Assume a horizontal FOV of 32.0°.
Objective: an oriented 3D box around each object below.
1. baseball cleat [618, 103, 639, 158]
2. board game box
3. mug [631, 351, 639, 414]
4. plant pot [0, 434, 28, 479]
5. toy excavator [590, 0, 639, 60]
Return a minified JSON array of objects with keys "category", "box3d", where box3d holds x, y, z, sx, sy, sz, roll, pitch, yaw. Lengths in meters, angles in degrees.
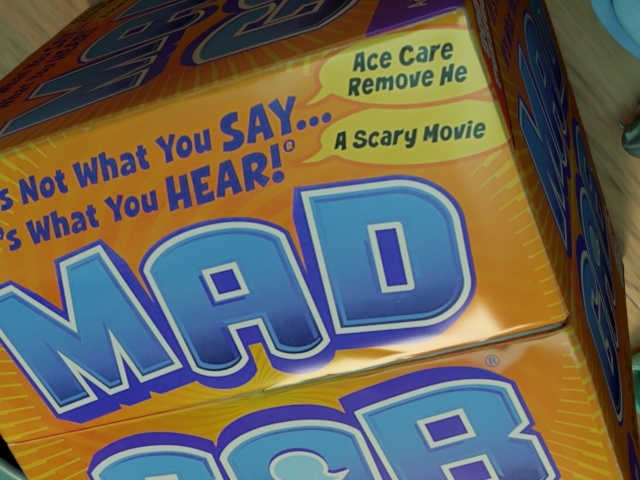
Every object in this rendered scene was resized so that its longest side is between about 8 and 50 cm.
[{"category":"baseball cleat","box3d":[0.329,-0.099,0.818,0.206,0.072,0.109,-32,115,30]},{"category":"board game box","box3d":[0.000,0.000,0.777,0.357,0.356,0.356,-14,115,19]},{"category":"mug","box3d":[0.342,0.152,0.936,0.130,0.157,0.097,-13,121,-8]},{"category":"plant pot","box3d":[-0.284,0.106,0.968,0.255,0.271,0.271,-23,113,38]},{"category":"toy excavator","box3d":[0.295,-0.167,0.504,0.223,0.445,0.433,16,141,-15]}]
